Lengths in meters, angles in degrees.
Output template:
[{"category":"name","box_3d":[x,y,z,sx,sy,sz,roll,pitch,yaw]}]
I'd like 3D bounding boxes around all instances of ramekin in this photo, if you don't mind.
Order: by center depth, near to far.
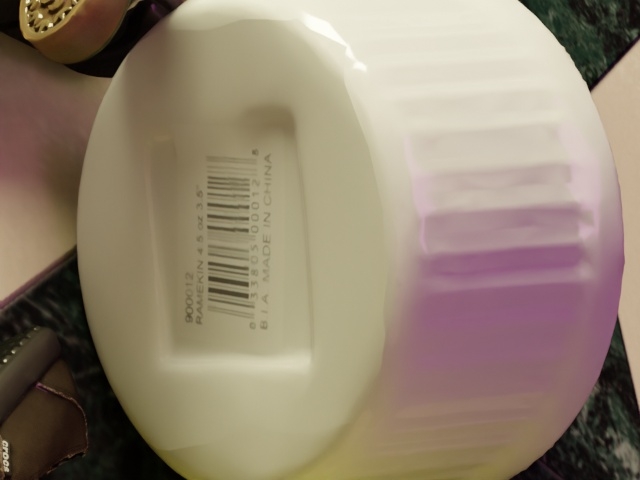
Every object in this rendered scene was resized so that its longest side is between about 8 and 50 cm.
[{"category":"ramekin","box_3d":[0.000,0.000,0.832,0.135,0.277,0.277,-5,73,-44]}]

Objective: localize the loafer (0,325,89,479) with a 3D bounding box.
[{"category":"loafer","box_3d":[-0.158,0.120,0.723,0.078,0.080,0.220,54,38,-13]}]

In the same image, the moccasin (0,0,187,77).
[{"category":"moccasin","box_3d":[-0.199,-0.213,0.818,0.380,0.139,0.147,20,54,-43]}]

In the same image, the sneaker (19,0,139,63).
[{"category":"sneaker","box_3d":[-0.079,-0.147,0.809,0.086,0.064,0.192,41,44,-37]}]
